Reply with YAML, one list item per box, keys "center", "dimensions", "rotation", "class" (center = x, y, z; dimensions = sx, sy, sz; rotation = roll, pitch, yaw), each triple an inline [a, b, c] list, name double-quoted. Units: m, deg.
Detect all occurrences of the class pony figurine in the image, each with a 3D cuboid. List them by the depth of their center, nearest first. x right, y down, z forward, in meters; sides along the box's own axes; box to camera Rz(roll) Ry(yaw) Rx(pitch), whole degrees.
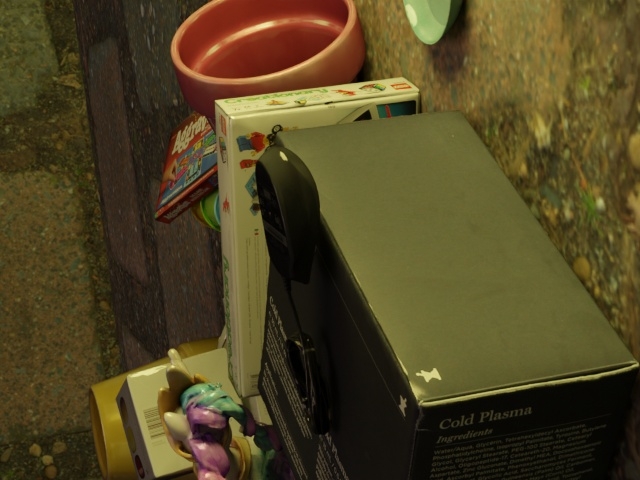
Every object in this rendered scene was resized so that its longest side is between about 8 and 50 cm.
- center: [-0.085, 0.326, 1.461]
  dimensions: [0.363, 0.302, 0.351]
  rotation: [70, -176, -59]
  class: "pony figurine"

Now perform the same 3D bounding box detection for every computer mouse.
- center: [-0.010, 0.040, 1.079]
  dimensions: [0.071, 0.041, 0.242]
  rotation: [-139, 38, -63]
  class: "computer mouse"

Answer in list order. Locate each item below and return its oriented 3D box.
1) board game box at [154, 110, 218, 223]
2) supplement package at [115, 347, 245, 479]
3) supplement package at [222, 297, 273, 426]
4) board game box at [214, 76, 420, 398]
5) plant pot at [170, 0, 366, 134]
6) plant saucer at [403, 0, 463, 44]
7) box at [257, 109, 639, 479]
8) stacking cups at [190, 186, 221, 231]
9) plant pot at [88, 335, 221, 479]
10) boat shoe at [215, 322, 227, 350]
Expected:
- center: [-0.156, -0.131, 1.902]
  dimensions: [0.281, 0.027, 0.145]
  rotation: [-31, 45, 57]
  class: "board game box"
- center: [-0.186, 0.241, 1.828]
  dimensions: [0.244, 0.134, 0.139]
  rotation: [130, 124, -72]
  class: "supplement package"
- center: [-0.053, 0.149, 1.764]
  dimensions: [0.105, 0.105, 0.179]
  rotation: [150, 110, -73]
  class: "supplement package"
- center: [0.000, 0.000, 1.358]
  dimensions: [0.053, 0.193, 0.305]
  rotation: [-130, 35, -59]
  class: "board game box"
- center: [-0.042, -0.151, 1.458]
  dimensions: [0.201, 0.201, 0.180]
  rotation: [-120, 12, -51]
  class: "plant pot"
- center: [0.100, -0.232, 1.205]
  dimensions: [0.119, 0.021, 0.119]
  rotation: [172, 90, -74]
  class: "plant saucer"
- center: [0.084, 0.117, 1.161]
  dimensions: [0.343, 0.179, 0.312]
  rotation: [-117, 24, -46]
  class: "box"
- center: [-0.089, -0.037, 1.846]
  dimensions: [0.316, 0.096, 0.096]
  rotation: [-156, 58, -66]
  class: "stacking cups"
- center: [-0.251, 0.301, 2.274]
  dimensions: [0.254, 0.239, 0.254]
  rotation: [171, 90, -73]
  class: "plant pot"
- center: [-0.108, 0.175, 1.950]
  dimensions: [0.302, 0.113, 0.103]
  rotation: [99, 154, -43]
  class: "boat shoe"
